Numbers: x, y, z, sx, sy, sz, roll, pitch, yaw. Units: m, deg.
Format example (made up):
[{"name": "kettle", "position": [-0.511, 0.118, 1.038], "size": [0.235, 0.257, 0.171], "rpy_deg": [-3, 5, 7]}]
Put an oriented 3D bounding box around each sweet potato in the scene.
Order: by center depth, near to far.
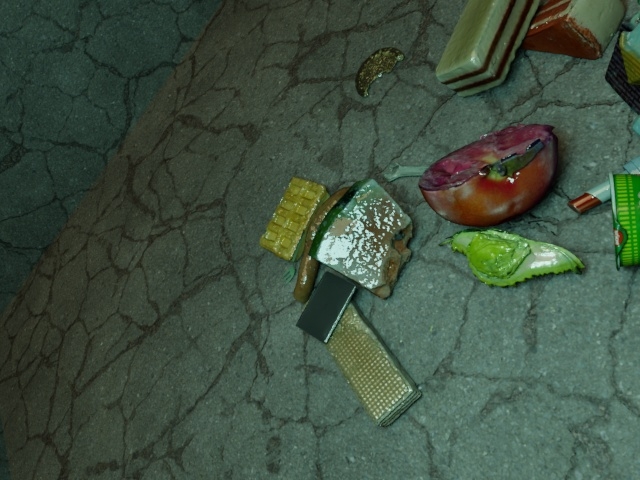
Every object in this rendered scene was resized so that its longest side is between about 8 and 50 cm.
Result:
[{"name": "sweet potato", "position": [0.000, 0.000, 1.594], "size": [0.109, 0.109, 0.385], "rpy_deg": [28, 90, 44]}]

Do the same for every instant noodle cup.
[{"name": "instant noodle cup", "position": [0.692, -0.044, 1.006], "size": [0.233, 0.207, 0.207], "rpy_deg": [-3, 66, 29]}]

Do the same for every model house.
[{"name": "model house", "position": [0.734, -0.383, 1.142], "size": [0.248, 0.230, 0.280], "rpy_deg": [-54, 38, 38]}]

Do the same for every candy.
[{"name": "candy", "position": [0.463, -0.574, 1.451], "size": [0.320, 0.135, 0.179], "rpy_deg": [-63, 20, -5]}]

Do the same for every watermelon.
[{"name": "watermelon", "position": [0.111, -0.020, 1.421], "size": [0.302, 0.151, 0.264], "rpy_deg": [33, 88, 22]}]

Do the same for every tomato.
[{"name": "tomato", "position": [0.422, -0.149, 1.280], "size": [0.335, 0.176, 0.289], "rpy_deg": [-27, 19, 13]}]

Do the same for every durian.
[{"name": "durian", "position": [0.417, 0.038, 1.237], "size": [0.375, 0.132, 0.106], "rpy_deg": [14, 50, 45]}]

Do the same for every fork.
[{"name": "fork", "position": [-0.075, 0.053, 1.623], "size": [0.039, 0.021, 0.235], "rpy_deg": [59, 140, 34]}]

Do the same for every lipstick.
[{"name": "lipstick", "position": [0.677, -0.137, 1.141], "size": [0.274, 0.061, 0.068], "rpy_deg": [-32, 54, 22]}]

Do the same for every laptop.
[{"name": "laptop", "position": [0.015, 0.181, 1.446], "size": [0.129, 0.016, 0.180], "rpy_deg": [23, 82, 44]}]

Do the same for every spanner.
[{"name": "spanner", "position": [0.314, -0.203, 1.500], "size": [0.302, 0.017, 0.071], "rpy_deg": [4, 71, 40]}]

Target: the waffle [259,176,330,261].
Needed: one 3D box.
[{"name": "waffle", "position": [-0.084, -0.069, 1.728], "size": [0.168, 0.057, 0.274], "rpy_deg": [22, 84, 43]}]

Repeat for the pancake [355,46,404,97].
[{"name": "pancake", "position": [0.199, -0.577, 1.781], "size": [0.191, 0.020, 0.184], "rpy_deg": [-13, 61, 35]}]

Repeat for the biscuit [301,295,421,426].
[{"name": "biscuit", "position": [0.095, 0.280, 1.393], "size": [0.144, 0.078, 0.426], "rpy_deg": [-47, 48, 9]}]

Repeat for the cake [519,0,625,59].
[{"name": "cake", "position": [0.659, -0.563, 1.381], "size": [0.158, 0.160, 0.262], "rpy_deg": [-58, 12, 1]}]
